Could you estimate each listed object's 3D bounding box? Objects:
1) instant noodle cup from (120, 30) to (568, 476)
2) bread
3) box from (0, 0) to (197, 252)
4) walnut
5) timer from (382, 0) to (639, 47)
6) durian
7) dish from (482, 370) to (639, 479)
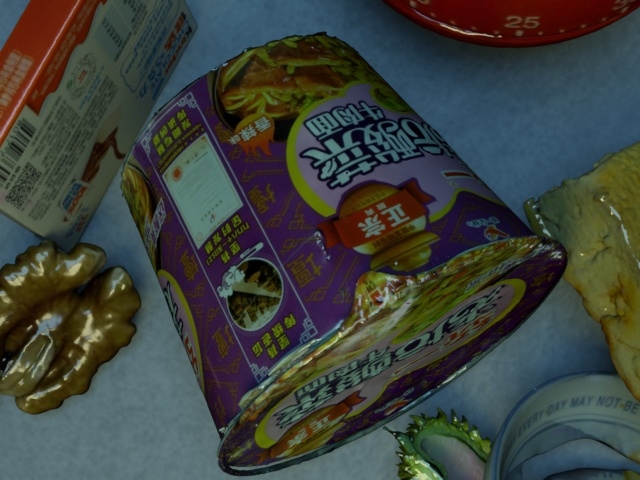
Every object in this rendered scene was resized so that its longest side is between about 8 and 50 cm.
[{"bbox_3d":[0.000,0.000,0.991,0.340,0.340,0.266,-31,70,-2],"label":"instant noodle cup"},{"bbox_3d":[0.323,0.047,1.022,0.185,0.114,0.275,-17,72,-29],"label":"bread"},{"bbox_3d":[-0.215,-0.138,1.051,0.048,0.265,0.273,25,81,10],"label":"box"},{"bbox_3d":[-0.254,0.074,1.096,0.143,0.069,0.170,41,91,-26],"label":"walnut"},{"bbox_3d":[0.179,-0.363,1.060,0.378,0.279,0.378,0,77,2],"label":"timer"},{"bbox_3d":[0.119,0.255,1.035,0.095,0.137,0.221,-25,84,32],"label":"durian"},{"bbox_3d":[0.249,0.261,1.006,0.273,0.134,0.273,11,51,-13],"label":"dish"}]
